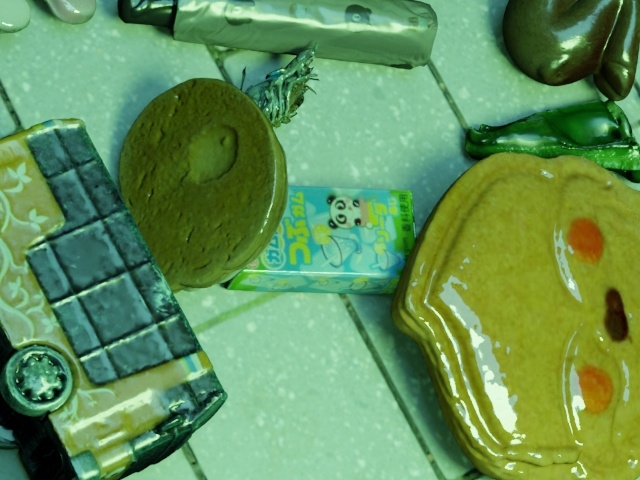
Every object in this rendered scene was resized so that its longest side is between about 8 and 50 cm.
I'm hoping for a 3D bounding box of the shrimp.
[{"bbox_3d":[-0.058,-0.134,1.814,0.076,0.082,0.174,36,63,-6],"label":"shrimp"}]

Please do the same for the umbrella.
[{"bbox_3d":[-0.041,-0.228,1.860,0.337,0.067,0.073,5,113,-19],"label":"umbrella"}]

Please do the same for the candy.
[{"bbox_3d":[0.000,0.000,1.802,0.194,0.062,0.097,1,72,-18],"label":"candy"}]

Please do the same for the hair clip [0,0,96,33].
[{"bbox_3d":[-0.312,-0.252,1.775,0.257,0.075,0.146,-31,80,-30],"label":"hair clip"}]

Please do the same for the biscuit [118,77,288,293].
[{"bbox_3d":[-0.112,-0.053,1.743,0.181,0.049,0.208,-16,67,22],"label":"biscuit"}]

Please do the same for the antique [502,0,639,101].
[{"bbox_3d":[0.276,-0.284,1.972,0.143,0.121,0.257,9,76,-3],"label":"antique"}]

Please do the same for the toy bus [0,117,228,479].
[{"bbox_3d":[-0.239,0.068,1.639,0.194,0.162,0.323,-24,80,-28],"label":"toy bus"}]

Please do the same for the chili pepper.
[{"bbox_3d":[0.258,-0.107,1.934,0.216,0.062,0.108,3,35,-15],"label":"chili pepper"}]

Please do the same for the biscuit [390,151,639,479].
[{"bbox_3d":[0.278,0.086,1.838,0.455,0.078,0.349,11,67,-25],"label":"biscuit"}]
